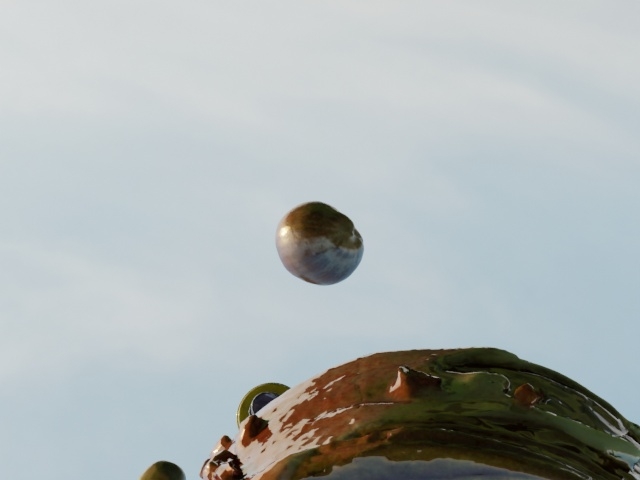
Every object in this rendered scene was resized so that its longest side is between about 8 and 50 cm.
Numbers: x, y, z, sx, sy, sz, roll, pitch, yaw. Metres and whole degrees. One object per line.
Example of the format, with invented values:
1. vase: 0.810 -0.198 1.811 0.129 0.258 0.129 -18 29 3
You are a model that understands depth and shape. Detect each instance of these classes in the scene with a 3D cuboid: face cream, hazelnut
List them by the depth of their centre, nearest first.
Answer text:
1. hazelnut: 0.000 0.000 1.455 0.086 0.086 0.086 9 -155 -4
2. face cream: -0.051 0.201 1.702 0.078 0.078 0.273 13 167 5

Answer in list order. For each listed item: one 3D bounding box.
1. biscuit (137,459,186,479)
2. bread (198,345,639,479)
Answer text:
1. biscuit: -0.168 0.285 1.195 0.208 0.164 0.047 -36 -149 -30
2. bread: 0.045 0.148 0.563 0.224 0.212 0.142 -19 -160 13
